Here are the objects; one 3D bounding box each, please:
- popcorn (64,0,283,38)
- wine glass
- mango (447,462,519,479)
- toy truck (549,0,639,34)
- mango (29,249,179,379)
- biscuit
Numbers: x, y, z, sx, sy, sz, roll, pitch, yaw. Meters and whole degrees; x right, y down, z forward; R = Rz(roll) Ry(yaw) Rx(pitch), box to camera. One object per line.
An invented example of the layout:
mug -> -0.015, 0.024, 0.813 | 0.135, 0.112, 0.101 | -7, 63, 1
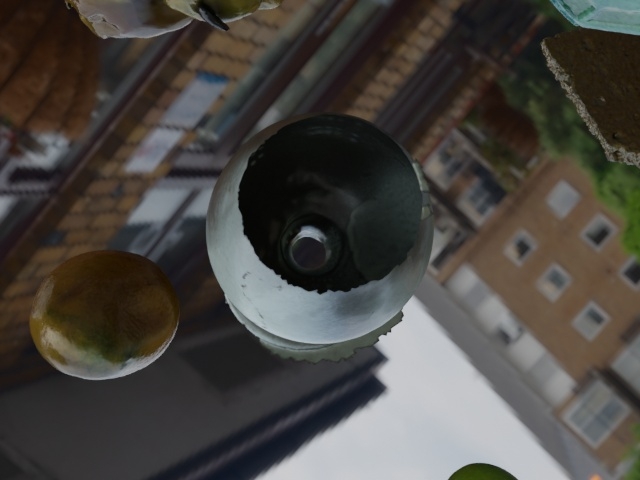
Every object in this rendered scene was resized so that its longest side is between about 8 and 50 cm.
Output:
popcorn -> -0.138, -0.318, 1.434 | 0.297, 0.316, 0.281 | 22, -139, -44
wine glass -> 0.000, 0.000, 1.438 | 0.238, 0.238, 0.323 | 41, 170, 3
mango -> 0.154, 0.384, 1.542 | 0.175, 0.293, 0.143 | 8, 157, 35
toy truck -> 0.236, -0.247, 1.072 | 0.279, 0.156, 0.155 | 14, 165, 34
mango -> -0.177, 0.062, 1.138 | 0.115, 0.089, 0.165 | 19, -157, 16
biscuit -> 0.345, -0.138, 1.555 | 0.237, 0.131, 0.026 | 61, 155, 18
